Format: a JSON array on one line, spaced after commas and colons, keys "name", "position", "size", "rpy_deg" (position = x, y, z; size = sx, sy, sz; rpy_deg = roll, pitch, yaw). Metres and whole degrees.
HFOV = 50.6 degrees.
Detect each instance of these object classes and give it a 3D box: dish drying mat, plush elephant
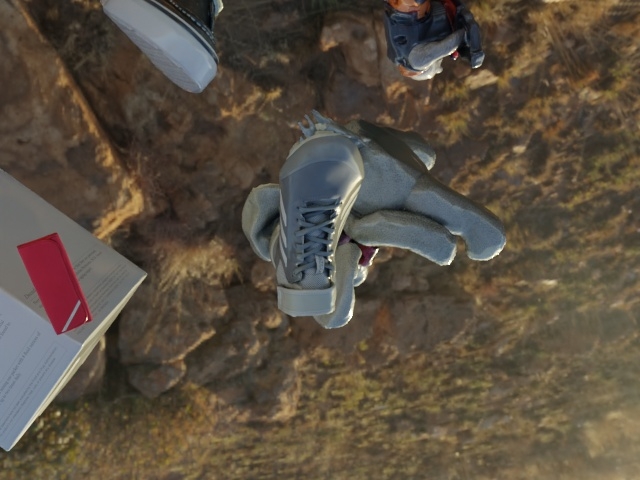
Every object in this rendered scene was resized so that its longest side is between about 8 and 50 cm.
[{"name": "dish drying mat", "position": [-0.211, 0.036, 0.542], "size": [0.032, 0.008, 0.083], "rpy_deg": [-22, 119, -18]}, {"name": "plush elephant", "position": [0.041, -0.020, 0.939], "size": [0.330, 0.272, 0.255], "rpy_deg": [13, 122, -44]}]

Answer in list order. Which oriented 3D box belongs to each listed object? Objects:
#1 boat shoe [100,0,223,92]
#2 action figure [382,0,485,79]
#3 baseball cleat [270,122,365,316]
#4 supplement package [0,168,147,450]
[{"name": "boat shoe", "position": [-0.177, -0.273, 0.786], "size": [0.119, 0.335, 0.121], "rpy_deg": [-43, 129, 0]}, {"name": "action figure", "position": [0.140, -0.430, 1.189], "size": [0.179, 0.341, 0.330], "rpy_deg": [-25, 132, 4]}, {"name": "baseball cleat", "position": [0.000, 0.000, 0.569], "size": [0.072, 0.109, 0.206], "rpy_deg": [-5, 153, -10]}, {"name": "supplement package", "position": [-0.377, 0.042, 0.729], "size": [0.293, 0.175, 0.177], "rpy_deg": [37, 113, -8]}]
